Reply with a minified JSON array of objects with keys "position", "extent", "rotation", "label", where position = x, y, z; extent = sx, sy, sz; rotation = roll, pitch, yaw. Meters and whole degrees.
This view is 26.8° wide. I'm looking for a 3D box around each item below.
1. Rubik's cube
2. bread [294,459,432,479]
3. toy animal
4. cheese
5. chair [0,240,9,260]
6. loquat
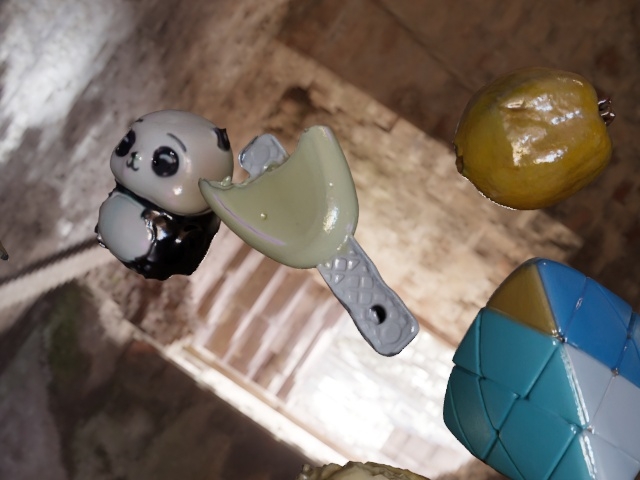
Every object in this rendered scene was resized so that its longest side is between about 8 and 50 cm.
[{"position":[0.226,0.138,1.280],"extent":[0.254,0.254,0.254],"rotation":[-56,178,-3],"label":"Rubik's cube"},{"position":[0.065,0.424,1.148],"extent":[0.279,0.390,0.371],"rotation":[-45,158,-42],"label":"bread"},{"position":[-0.179,-0.062,1.506],"extent":[0.138,0.166,0.179],"rotation":[-12,125,-48],"label":"toy animal"},{"position":[0.000,0.000,1.118],"extent":[0.127,0.235,0.050],"rotation":[-42,156,16],"label":"cheese"},{"position":[-0.393,-0.095,1.110],"extent":[0.188,0.272,0.166],"rotation":[-20,133,-22],"label":"chair"},{"position":[0.292,-0.140,1.809],"extent":[0.234,0.187,0.176],"rotation":[-24,-171,-7],"label":"loquat"}]
